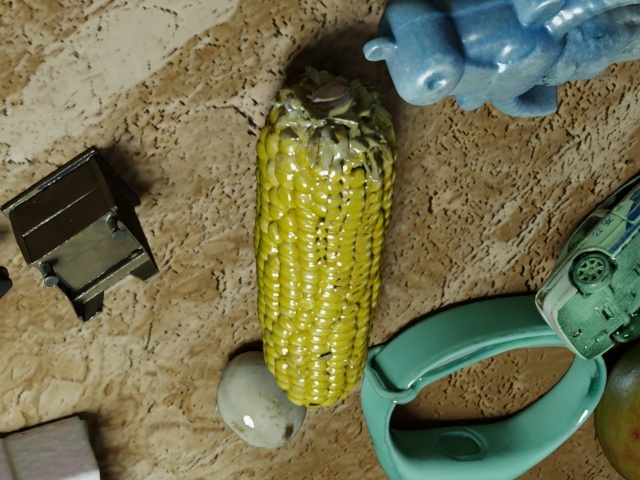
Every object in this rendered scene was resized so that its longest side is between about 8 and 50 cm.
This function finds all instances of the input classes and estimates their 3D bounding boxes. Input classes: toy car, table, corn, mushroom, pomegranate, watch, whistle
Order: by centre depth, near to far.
[{"bbox_3d":[-0.172,-0.002,1.398,0.083,0.082,0.070,-33,137,5],"label":"table"},{"bbox_3d":[0.153,-0.149,1.416,0.269,0.093,0.180,-4,156,-23],"label":"whistle"},{"bbox_3d":[0.000,0.000,1.470,0.115,0.115,0.318,-11,136,-17],"label":"corn"},{"bbox_3d":[-0.056,0.136,1.598,0.085,0.085,0.079,20,148,-38],"label":"mushroom"},{"bbox_3d":[0.274,-0.003,1.621,0.224,0.076,0.090,-45,133,-6],"label":"toy car"},{"bbox_3d":[0.139,0.138,1.691,0.237,0.068,0.195,0,129,-27],"label":"watch"},{"bbox_3d":[0.346,0.139,1.735,0.180,0.180,0.209,23,87,-39],"label":"pomegranate"}]

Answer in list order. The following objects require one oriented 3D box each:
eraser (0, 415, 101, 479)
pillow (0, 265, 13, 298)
[{"bbox_3d":[-0.314,0.244,1.553,0.287,0.086,0.130,-15,134,-13],"label":"eraser"},{"bbox_3d":[-0.364,0.072,1.357,0.250,0.106,0.186,-40,143,15],"label":"pillow"}]
